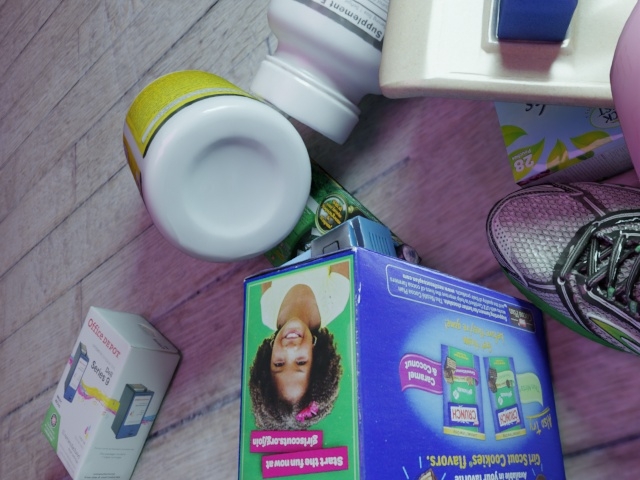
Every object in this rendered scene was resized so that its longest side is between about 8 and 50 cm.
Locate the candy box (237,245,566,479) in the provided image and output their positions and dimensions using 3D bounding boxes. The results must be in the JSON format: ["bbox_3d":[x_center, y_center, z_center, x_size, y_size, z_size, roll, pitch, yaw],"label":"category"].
[{"bbox_3d":[0.075,0.192,0.459,0.122,0.268,0.318,-20,63,40],"label":"candy box"}]

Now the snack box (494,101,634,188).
[{"bbox_3d":[0.259,-0.154,0.547,0.207,0.070,0.175,-25,60,36],"label":"snack box"}]

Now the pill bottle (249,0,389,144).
[{"bbox_3d":[0.049,-0.280,0.709,0.176,0.176,0.319,39,103,43],"label":"pill bottle"}]

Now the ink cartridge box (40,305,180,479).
[{"bbox_3d":[-0.316,0.226,0.931,0.154,0.093,0.213,26,92,45],"label":"ink cartridge box"}]

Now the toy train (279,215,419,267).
[{"bbox_3d":[0.011,0.045,0.643,0.184,0.105,0.080,-29,58,32],"label":"toy train"}]

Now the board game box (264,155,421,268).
[{"bbox_3d":[0.000,0.000,0.762,0.136,0.030,0.260,-56,47,16],"label":"board game box"}]

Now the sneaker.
[{"bbox_3d":[0.258,0.032,0.432,0.343,0.146,0.134,29,96,45],"label":"sneaker"}]

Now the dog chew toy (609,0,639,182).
[{"bbox_3d":[0.310,-0.092,0.257,0.331,0.206,0.207,-20,63,34],"label":"dog chew toy"}]

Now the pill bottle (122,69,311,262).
[{"bbox_3d":[-0.152,-0.116,0.803,0.188,0.187,0.334,-60,30,9],"label":"pill bottle"}]

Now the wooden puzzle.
[{"bbox_3d":[0.226,-0.251,0.454,0.347,0.080,0.322,5,74,15],"label":"wooden puzzle"}]
